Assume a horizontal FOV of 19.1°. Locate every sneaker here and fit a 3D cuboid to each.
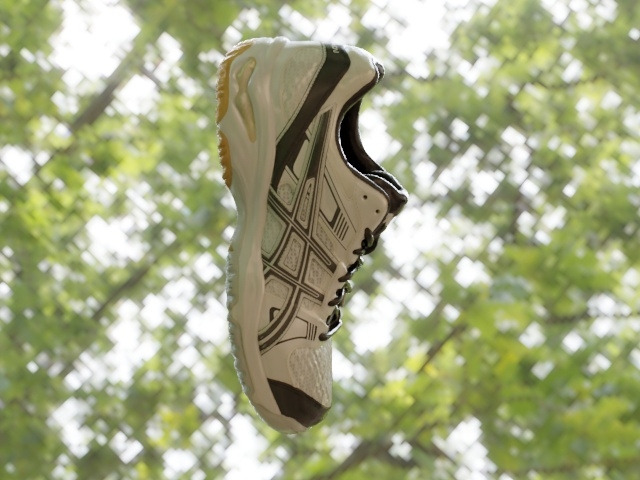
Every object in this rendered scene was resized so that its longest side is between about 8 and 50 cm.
[{"bbox_3d":[0.000,0.000,0.389,0.032,0.037,0.083,-55,-39,-74],"label":"sneaker"}]
